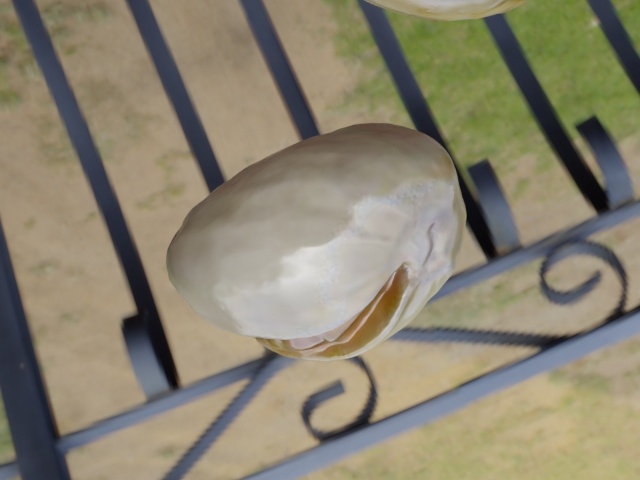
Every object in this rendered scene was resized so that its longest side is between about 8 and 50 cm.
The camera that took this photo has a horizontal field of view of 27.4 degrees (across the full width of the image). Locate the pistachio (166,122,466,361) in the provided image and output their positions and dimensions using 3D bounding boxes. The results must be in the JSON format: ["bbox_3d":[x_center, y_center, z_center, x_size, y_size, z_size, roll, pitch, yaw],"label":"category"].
[{"bbox_3d":[0.000,0.000,1.303,0.309,0.229,0.230,-19,152,31],"label":"pistachio"}]

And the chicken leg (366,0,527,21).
[{"bbox_3d":[0.120,-0.281,0.587,0.409,0.295,0.182,-29,-165,-32],"label":"chicken leg"}]
